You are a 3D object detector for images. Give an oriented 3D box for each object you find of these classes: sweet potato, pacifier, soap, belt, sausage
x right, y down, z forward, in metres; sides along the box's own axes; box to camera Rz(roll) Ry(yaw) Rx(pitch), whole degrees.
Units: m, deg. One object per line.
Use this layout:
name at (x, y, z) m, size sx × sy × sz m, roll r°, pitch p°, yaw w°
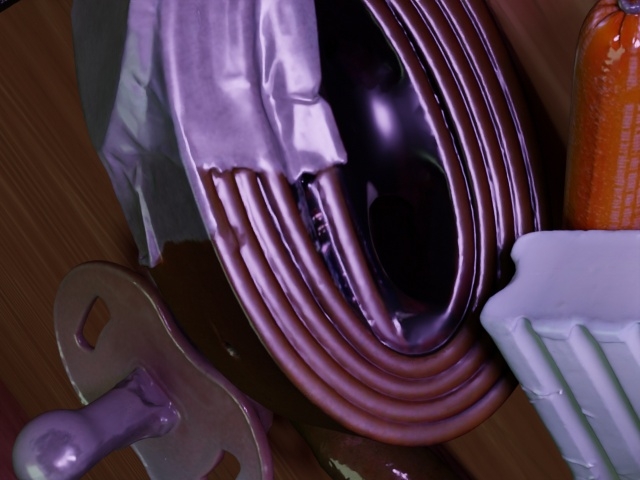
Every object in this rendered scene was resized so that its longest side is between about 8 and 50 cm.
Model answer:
sweet potato at (0.024, 0.168, 1.278) m, size 0.346 × 0.079 × 0.108 m, roll 38°, pitch 166°, yaw 40°
pacifier at (-0.185, 0.173, 1.530) m, size 0.332 × 0.273 × 0.220 m, roll 49°, pitch 174°, yaw 13°
soap at (0.179, 0.084, 0.774) m, size 0.119 × 0.066 × 0.198 m, roll 2°, pitch 138°, yaw 39°
belt at (-0.005, -0.052, 0.811) m, size 0.122 × 0.217 × 0.339 m, roll -2°, pitch 112°, yaw 65°
sausage at (0.155, -0.004, 0.784) m, size 0.053 × 0.053 × 0.348 m, roll 39°, pitch 154°, yaw 30°

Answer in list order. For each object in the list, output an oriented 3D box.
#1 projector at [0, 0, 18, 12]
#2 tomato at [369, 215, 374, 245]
projector at (-0.329, -0.287, 1.282) m, size 0.194 × 0.088 × 0.269 m, roll 56°, pitch 159°, yaw -9°
tomato at (0.000, 0.000, 0.959) m, size 0.167 × 0.167 × 0.167 m, roll 43°, pitch 156°, yaw 24°
